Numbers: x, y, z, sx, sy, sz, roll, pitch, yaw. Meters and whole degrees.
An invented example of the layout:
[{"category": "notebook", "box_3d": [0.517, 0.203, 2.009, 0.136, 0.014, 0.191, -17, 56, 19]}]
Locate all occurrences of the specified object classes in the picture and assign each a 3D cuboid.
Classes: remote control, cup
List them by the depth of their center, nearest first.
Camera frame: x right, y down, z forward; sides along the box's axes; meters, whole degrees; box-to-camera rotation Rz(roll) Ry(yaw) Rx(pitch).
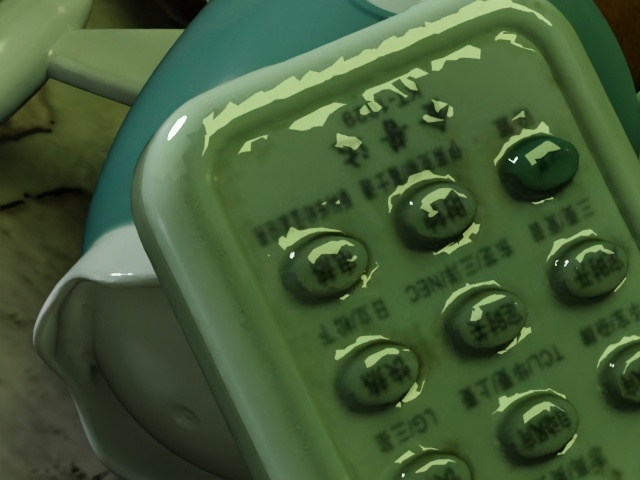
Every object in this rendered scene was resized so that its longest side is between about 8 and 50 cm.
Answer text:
[{"category": "remote control", "box_3d": [0.070, 0.103, 0.449, 0.128, 0.065, 0.335, -24, 88, -23]}, {"category": "cup", "box_3d": [0.000, 0.000, 0.566, 0.300, 0.167, 0.173, 24, 50, 15]}]

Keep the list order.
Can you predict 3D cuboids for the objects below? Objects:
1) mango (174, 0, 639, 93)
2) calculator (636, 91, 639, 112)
[{"category": "mango", "box_3d": [0.028, -0.143, 0.765, 0.287, 0.152, 0.201, 35, 25, 1]}, {"category": "calculator", "box_3d": [0.146, -0.099, 0.914, 0.153, 0.021, 0.095, 3, 44, -31]}]
